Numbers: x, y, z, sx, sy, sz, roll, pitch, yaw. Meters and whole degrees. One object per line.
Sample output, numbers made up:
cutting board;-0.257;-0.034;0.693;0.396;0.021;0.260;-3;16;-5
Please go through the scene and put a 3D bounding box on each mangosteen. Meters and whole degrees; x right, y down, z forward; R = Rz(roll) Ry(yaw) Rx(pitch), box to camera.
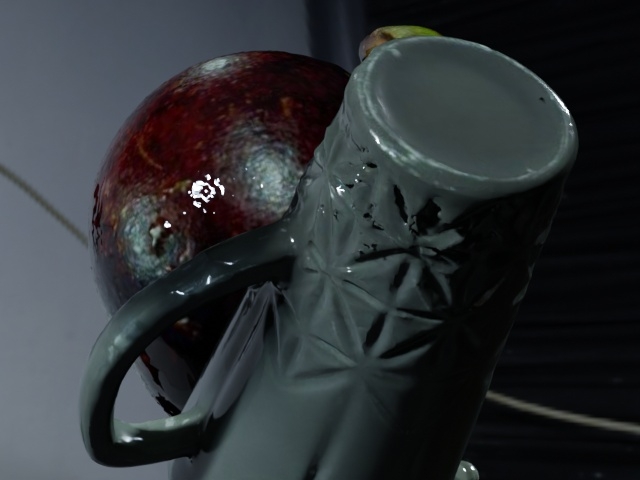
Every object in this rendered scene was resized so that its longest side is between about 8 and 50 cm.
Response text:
mangosteen;-0.012;0.006;0.980;0.330;0.330;0.330;5;82;-41

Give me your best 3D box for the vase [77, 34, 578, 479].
vase;0.013;0.045;0.652;0.251;0.300;0.156;0;47;-21
